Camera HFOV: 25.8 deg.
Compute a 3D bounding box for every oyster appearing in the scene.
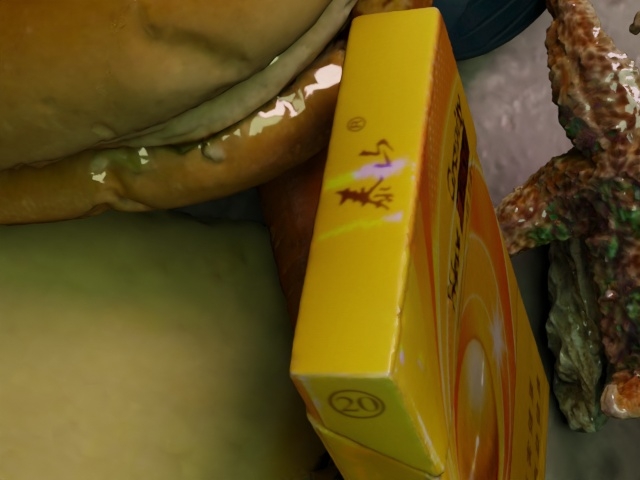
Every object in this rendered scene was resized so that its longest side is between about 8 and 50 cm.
[{"bbox_3d":[0.162,0.003,0.704,0.177,0.064,0.125,-45,108,-26],"label":"oyster"}]

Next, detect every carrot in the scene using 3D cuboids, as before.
[{"bbox_3d":[0.000,0.000,0.606,0.061,0.061,0.210,3,48,-14],"label":"carrot"}]

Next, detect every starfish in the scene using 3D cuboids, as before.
[{"bbox_3d":[0.140,-0.028,0.621,0.150,0.053,0.210,-25,78,27],"label":"starfish"}]

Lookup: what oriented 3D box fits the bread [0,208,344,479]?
[{"bbox_3d":[-0.096,0.115,0.520,0.248,0.279,0.315,14,85,-7],"label":"bread"}]

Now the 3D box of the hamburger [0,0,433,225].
[{"bbox_3d":[-0.104,-0.154,0.569,0.314,0.170,0.290,-8,60,8],"label":"hamburger"}]

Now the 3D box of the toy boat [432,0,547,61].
[{"bbox_3d":[0.103,-0.198,0.690,0.122,0.114,0.296,36,75,14],"label":"toy boat"}]

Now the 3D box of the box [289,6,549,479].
[{"bbox_3d":[0.051,0.057,0.552,0.043,0.269,0.152,-4,53,18],"label":"box"}]
